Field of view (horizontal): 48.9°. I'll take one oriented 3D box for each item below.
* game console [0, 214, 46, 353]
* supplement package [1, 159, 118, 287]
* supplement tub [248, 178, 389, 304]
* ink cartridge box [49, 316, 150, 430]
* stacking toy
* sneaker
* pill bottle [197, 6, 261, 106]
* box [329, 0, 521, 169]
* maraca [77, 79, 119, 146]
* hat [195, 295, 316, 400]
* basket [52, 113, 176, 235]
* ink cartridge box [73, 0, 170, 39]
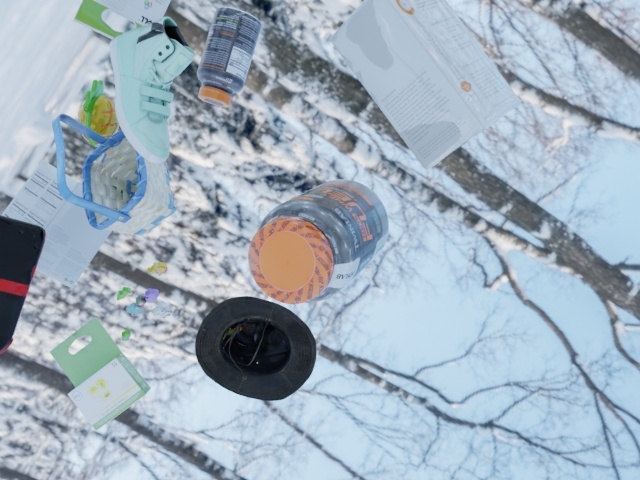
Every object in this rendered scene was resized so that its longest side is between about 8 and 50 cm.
[{"bbox_3d":[-0.874,0.081,1.630,0.060,0.387,0.341,3,-104,56],"label":"game console"},{"bbox_3d":[-0.751,-0.047,2.006,0.198,0.199,0.262,28,-100,34],"label":"supplement package"},{"bbox_3d":[0.000,0.000,1.433,0.207,0.207,0.338,-50,174,25],"label":"supplement tub"},{"bbox_3d":[-0.569,0.338,1.786,0.171,0.235,0.056,-36,-176,10],"label":"ink cartridge box"},{"bbox_3d":[-0.534,0.187,2.123,0.221,0.052,0.166,-35,-129,27],"label":"stacking toy"},{"bbox_3d":[-0.288,-0.275,1.260,0.151,0.094,0.255,-19,-98,28],"label":"sneaker"},{"bbox_3d":[-0.252,-0.485,1.884,0.130,0.131,0.245,14,-93,70],"label":"pill bottle"},{"bbox_3d":[0.222,-0.357,1.480,0.168,0.345,0.215,-37,177,43],"label":"box"},{"bbox_3d":[-0.564,-0.320,1.777,0.185,0.099,0.127,99,2,-52],"label":"maraca"},{"bbox_3d":[-0.172,0.283,1.957,0.331,0.331,0.134,-54,-174,15],"label":"hat"},{"bbox_3d":[-0.488,-0.144,1.635,0.201,0.289,0.254,-31,-127,19],"label":"basket"},{"bbox_3d":[-0.390,-0.535,1.411,0.097,0.189,0.255,35,-78,34],"label":"ink cartridge box"}]
